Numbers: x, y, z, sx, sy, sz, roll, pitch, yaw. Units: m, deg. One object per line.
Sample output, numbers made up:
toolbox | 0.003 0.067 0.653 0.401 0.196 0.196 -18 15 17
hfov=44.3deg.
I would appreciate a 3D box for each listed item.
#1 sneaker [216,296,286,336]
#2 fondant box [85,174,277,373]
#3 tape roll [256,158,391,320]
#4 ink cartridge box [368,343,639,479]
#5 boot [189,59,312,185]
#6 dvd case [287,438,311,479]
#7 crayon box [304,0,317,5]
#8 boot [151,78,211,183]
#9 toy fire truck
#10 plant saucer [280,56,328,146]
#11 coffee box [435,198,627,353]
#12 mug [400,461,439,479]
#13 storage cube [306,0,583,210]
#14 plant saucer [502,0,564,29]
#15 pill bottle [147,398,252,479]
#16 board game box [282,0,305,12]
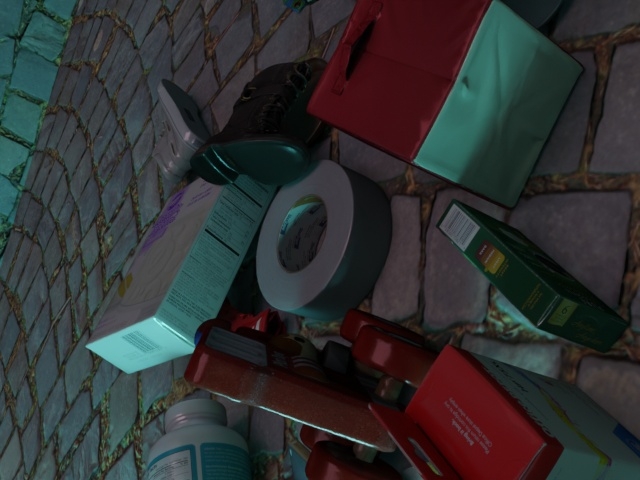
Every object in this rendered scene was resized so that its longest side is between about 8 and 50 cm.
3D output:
sneaker | -0.111 0.134 1.212 0.128 0.087 0.221 -36 39 10
fondant box | -0.225 0.040 1.286 0.238 0.096 0.330 -24 34 47
tape roll | 0.000 0.000 1.106 0.219 0.072 0.219 -27 53 44
ink cartridge box | 0.167 0.166 0.654 0.078 0.231 0.134 -61 36 12
boot | -0.075 -0.195 1.207 0.262 0.091 0.229 2 52 44
dvd case | 0.032 0.339 0.865 0.221 0.018 0.165 27 130 55
crayon box | 0.168 -0.431 0.906 0.313 0.106 0.362 -38 16 -36
boot | -0.310 -0.226 1.618 0.123 0.095 0.258 -48 41 18
toy fire truck | -0.018 0.147 0.860 0.302 0.253 0.170 -154 87 -84
plant saucer | -0.025 -0.216 1.284 0.168 0.029 0.169 -28 53 45
coffee box | 0.203 0.032 0.778 0.040 0.113 0.184 -57 38 16
mug | 0.124 0.265 0.818 0.078 0.062 0.064 -42 51 44
storage cube | 0.139 -0.169 0.884 0.193 0.215 0.184 34 101 48
plant saucer | 0.255 -0.294 0.946 0.119 0.021 0.119 -29 51 45
pill bottle | -0.164 0.358 1.088 0.146 0.146 0.264 -43 43 34
board game box | -0.001 -0.536 1.400 0.211 0.039 0.160 -41 43 34
